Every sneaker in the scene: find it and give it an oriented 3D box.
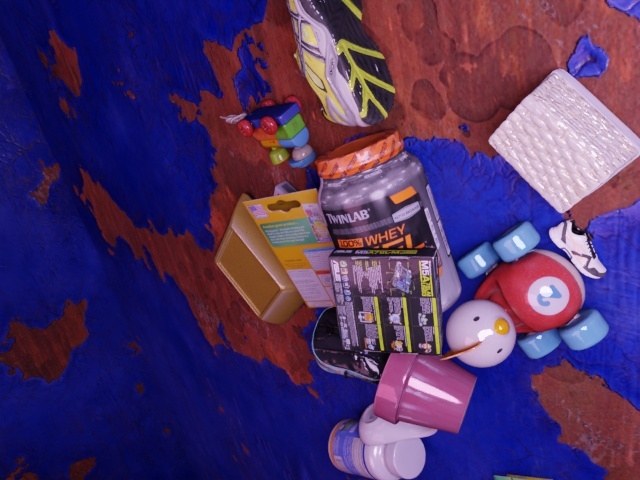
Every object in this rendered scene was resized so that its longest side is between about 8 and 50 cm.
[{"bbox_3d":[-0.006,-0.377,0.965,0.147,0.145,0.385,-1,114,50],"label":"sneaker"},{"bbox_3d":[0.413,0.014,0.863,0.109,0.040,0.044,47,133,5],"label":"sneaker"}]

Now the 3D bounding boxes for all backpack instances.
[{"bbox_3d":[0.075,0.244,1.295,0.188,0.166,0.144,14,160,4],"label":"backpack"}]

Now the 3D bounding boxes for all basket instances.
[{"bbox_3d":[0.341,-0.137,0.774,0.167,0.103,0.113,48,145,11],"label":"basket"}]

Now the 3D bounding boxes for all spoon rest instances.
[{"bbox_3d":[0.200,0.459,1.389,0.084,0.137,0.276,46,141,-15],"label":"spoon rest"}]

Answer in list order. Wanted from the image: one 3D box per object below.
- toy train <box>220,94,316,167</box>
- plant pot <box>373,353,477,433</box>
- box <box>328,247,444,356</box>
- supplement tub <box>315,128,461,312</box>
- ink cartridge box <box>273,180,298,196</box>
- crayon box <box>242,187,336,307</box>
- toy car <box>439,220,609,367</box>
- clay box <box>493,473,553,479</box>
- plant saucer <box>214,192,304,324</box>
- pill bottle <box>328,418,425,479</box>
[{"bbox_3d":[-0.122,-0.237,1.260,0.248,0.105,0.143,7,135,47],"label":"toy train"},{"bbox_3d":[0.235,0.324,1.200,0.180,0.201,0.201,18,132,21],"label":"plant pot"},{"bbox_3d":[0.116,0.106,0.949,0.184,0.045,0.191,-2,112,20],"label":"box"},{"bbox_3d":[0.123,-0.022,1.033,0.207,0.207,0.338,-3,115,51],"label":"supplement tub"},{"bbox_3d":[-0.068,-0.041,1.385,0.145,0.045,0.179,42,140,20],"label":"ink cartridge box"},{"bbox_3d":[-0.002,0.007,1.208,0.203,0.083,0.323,-6,127,36],"label":"crayon box"},{"bbox_3d":[0.297,0.132,0.907,0.219,0.238,0.210,53,154,4],"label":"toy car"},{"bbox_3d":[0.492,0.607,1.217,0.127,0.053,0.222,-26,95,55],"label":"clay box"},{"bbox_3d":[-0.187,0.080,1.581,0.333,0.081,0.333,50,146,10],"label":"plant saucer"},{"bbox_3d":[0.155,0.576,1.507,0.272,0.152,0.152,-20,101,53],"label":"pill bottle"}]
